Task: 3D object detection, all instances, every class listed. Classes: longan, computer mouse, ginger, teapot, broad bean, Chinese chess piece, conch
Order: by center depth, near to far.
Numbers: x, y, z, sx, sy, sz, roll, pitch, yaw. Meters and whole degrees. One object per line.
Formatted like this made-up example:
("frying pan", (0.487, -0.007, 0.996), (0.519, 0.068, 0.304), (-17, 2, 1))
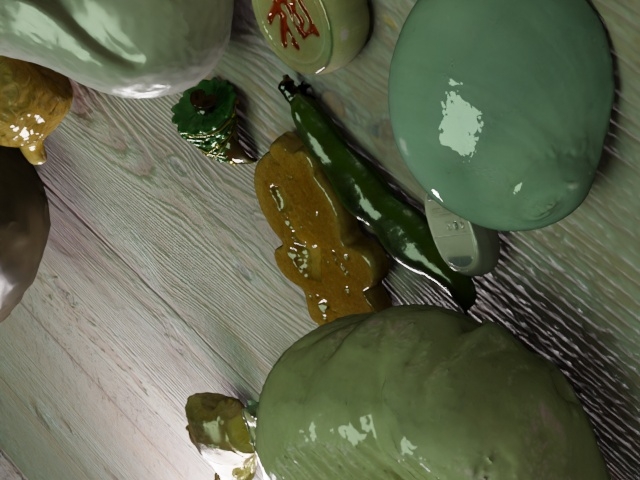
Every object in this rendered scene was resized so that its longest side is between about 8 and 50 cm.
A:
("conch", (0.135, -0.110, 0.842), (0.185, 0.121, 0.221), (-15, 104, 28))
("Chinese chess piece", (-0.010, -0.209, 0.996), (0.122, 0.051, 0.122), (36, 146, 30))
("computer mouse", (0.131, -0.014, 0.997), (0.066, 0.039, 0.096), (-6, 106, 57))
("broad bean", (0.050, -0.042, 1.082), (0.297, 0.043, 0.060), (49, 140, 14))
("teapot", (-0.445, -0.216, 1.438), (0.311, 0.167, 0.203), (52, -170, -38))
("ginger", (-0.149, 0.326, 1.703), (0.131, 0.086, 0.294), (23, 147, 11))
("longan", (-0.631, -0.017, 1.741), (0.436, 0.404, 0.404), (37, 145, 32))

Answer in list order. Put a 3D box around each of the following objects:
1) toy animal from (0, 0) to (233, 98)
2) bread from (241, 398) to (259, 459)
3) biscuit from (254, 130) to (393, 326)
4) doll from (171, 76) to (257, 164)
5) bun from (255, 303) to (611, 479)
("toy animal", (-0.213, -0.251, 1.088), (0.265, 0.271, 0.206), (42, 175, -1))
("bread", (-0.040, 0.282, 1.512), (0.172, 0.064, 0.232), (46, 147, 18))
("biscuit", (0.002, -0.002, 1.199), (0.184, 0.035, 0.248), (-3, 116, 56))
("doll", (-0.123, -0.114, 1.229), (0.078, 0.077, 0.113), (24, 139, 30))
("bun", (0.112, 0.199, 1.056), (0.365, 0.219, 0.365), (22, 144, 17))
